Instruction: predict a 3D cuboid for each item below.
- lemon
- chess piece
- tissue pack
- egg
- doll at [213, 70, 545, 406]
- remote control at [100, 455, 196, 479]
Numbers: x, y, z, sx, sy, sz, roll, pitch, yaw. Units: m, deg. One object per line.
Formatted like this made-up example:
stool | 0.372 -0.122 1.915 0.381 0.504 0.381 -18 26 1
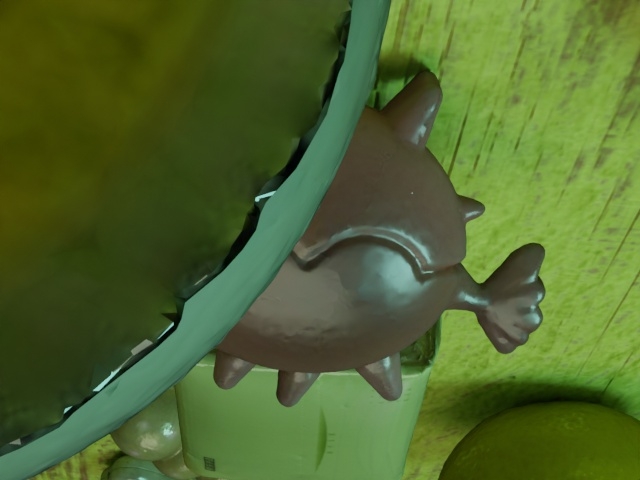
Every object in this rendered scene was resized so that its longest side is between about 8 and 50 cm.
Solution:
lemon | 0.188 0.218 1.276 0.244 0.187 0.187 -13 151 21
chess piece | -0.096 0.161 1.314 0.094 0.094 0.170 -19 139 39
tissue pack | -0.011 0.073 1.054 0.159 0.125 0.234 4 155 -1
egg | -0.159 -0.082 0.521 0.354 0.355 0.340 5 171 -4
doll | 0.000 0.000 0.867 0.262 0.093 0.211 13 116 -10
remote control | -0.142 0.228 1.508 0.122 0.032 0.074 14 153 -23
